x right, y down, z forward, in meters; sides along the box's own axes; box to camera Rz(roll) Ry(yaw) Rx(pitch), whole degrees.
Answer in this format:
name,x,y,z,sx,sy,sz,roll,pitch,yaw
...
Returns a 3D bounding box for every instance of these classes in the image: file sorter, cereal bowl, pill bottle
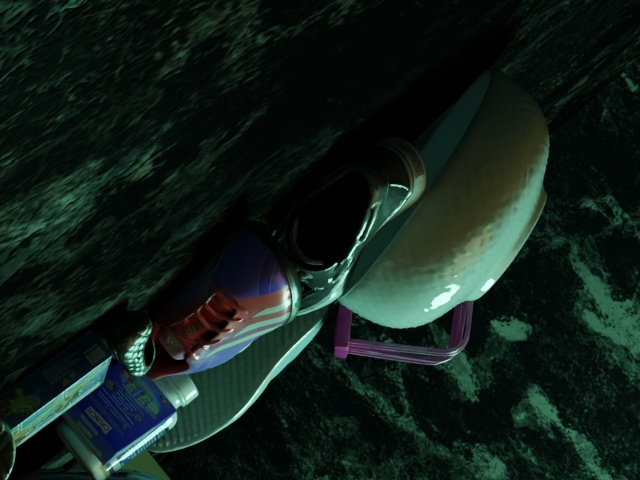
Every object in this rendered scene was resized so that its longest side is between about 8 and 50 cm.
name,x,y,z,sx,sy,sz,roll,pitch,yaw
file sorter,0.118,0.067,2.064,0.290,0.182,0.202,88,9,-83
cereal bowl,0.166,-0.030,1.754,0.339,0.141,0.339,-56,-177,4
pill bottle,-0.242,0.220,1.869,0.169,0.094,0.094,-37,174,-17

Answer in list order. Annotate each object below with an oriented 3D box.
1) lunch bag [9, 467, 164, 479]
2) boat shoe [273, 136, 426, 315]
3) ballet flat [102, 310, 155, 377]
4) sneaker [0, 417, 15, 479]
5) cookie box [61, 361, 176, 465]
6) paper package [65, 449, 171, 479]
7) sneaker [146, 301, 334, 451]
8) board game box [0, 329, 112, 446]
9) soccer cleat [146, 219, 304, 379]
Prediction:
name,x,y,z,sx,sy,sz,roll,pitch,yaw
lunch bag,-0.375,0.433,1.995,0.386,0.238,0.328,-29,175,-4
boat shoe,0.000,0.000,1.633,0.102,0.108,0.301,-27,169,-44
ballet flat,-0.184,0.106,1.506,0.049,0.057,0.173,-19,171,-2
sneaker,-0.360,0.212,1.202,0.275,0.107,0.110,-36,-165,16
cookie box,-0.239,0.199,1.737,0.107,0.092,0.040,-32,168,-45
paper package,-0.314,0.506,2.501,0.168,0.325,0.309,-40,173,2
sneaker,-0.109,0.165,2.078,0.366,0.135,0.150,-39,171,4
board game box,-0.299,0.174,1.450,0.201,0.035,0.136,-37,174,-21
soccer cleat,-0.110,0.076,1.556,0.116,0.108,0.318,-32,174,-26
